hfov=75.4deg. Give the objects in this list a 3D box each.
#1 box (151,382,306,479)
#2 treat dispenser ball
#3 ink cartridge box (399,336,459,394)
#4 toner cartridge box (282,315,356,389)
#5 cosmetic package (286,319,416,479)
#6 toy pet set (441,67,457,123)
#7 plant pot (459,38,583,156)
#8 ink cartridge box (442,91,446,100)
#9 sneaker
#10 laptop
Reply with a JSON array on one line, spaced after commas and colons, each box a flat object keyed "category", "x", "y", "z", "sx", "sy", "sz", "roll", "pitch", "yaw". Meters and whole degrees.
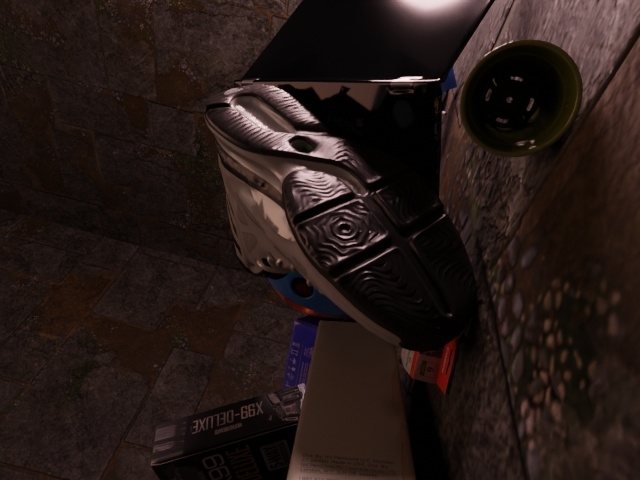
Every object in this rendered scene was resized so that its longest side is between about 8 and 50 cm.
[{"category": "box", "x": -0.110, "y": 0.401, "z": 0.704, "sx": 0.076, "sy": 0.243, "sz": 0.307, "roll": -114, "pitch": 12, "yaw": -59}, {"category": "treat dispenser ball", "x": 0.020, "y": 0.018, "z": 0.874, "sx": 0.288, "sy": 0.288, "sz": 0.288, "roll": 14, "pitch": -90, "yaw": -89}, {"category": "ink cartridge box", "x": 0.119, "y": 0.123, "z": 0.466, "sx": 0.115, "sy": 0.029, "sz": 0.062, "roll": 73, "pitch": -149, "yaw": -87}, {"category": "toner cartridge box", "x": -0.015, "y": 0.335, "z": 0.893, "sx": 0.165, "sy": 0.075, "sz": 0.347, "roll": 3, "pitch": -81, "yaw": -61}, {"category": "cosmetic package", "x": 0.035, "y": 0.234, "z": 0.470, "sx": 0.309, "sy": 0.113, "sz": 0.160, "roll": -70, "pitch": -18, "yaw": -72}, {"category": "toy pet set", "x": 0.218, "y": -0.253, "z": 0.751, "sx": 0.122, "sy": 0.065, "sz": 0.114, "roll": -50, "pitch": -55, "yaw": -65}, {"category": "plant pot", "x": 0.159, "y": -0.117, "z": 0.343, "sx": 0.079, "sy": 0.083, "sz": 0.083, "roll": -47, "pitch": -26, "yaw": -64}, {"category": "ink cartridge box", "x": 0.175, "y": -0.393, "z": 0.924, "sx": 0.197, "sy": 0.198, "sz": 0.270, "roll": 100, "pitch": -174, "yaw": -70}, {"category": "sneaker", "x": 0.001, "y": -0.001, "z": 0.564, "sx": 0.169, "sy": 0.447, "sz": 0.257, "roll": -26, "pitch": -35, "yaw": -24}, {"category": "laptop", "x": 0.074, "y": -0.207, "z": 0.644, "sx": 0.236, "sy": 0.382, "sz": 0.407, "roll": -28, "pitch": -56, "yaw": -35}]
